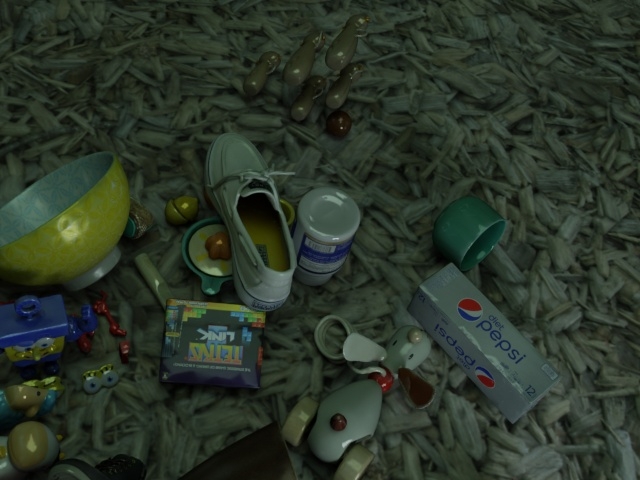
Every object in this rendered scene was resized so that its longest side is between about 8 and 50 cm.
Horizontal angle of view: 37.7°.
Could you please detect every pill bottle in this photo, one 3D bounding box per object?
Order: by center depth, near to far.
[{"bbox_3d":[0.000,0.000,1.679,0.112,0.186,0.112,6,57,-9],"label":"pill bottle"}]

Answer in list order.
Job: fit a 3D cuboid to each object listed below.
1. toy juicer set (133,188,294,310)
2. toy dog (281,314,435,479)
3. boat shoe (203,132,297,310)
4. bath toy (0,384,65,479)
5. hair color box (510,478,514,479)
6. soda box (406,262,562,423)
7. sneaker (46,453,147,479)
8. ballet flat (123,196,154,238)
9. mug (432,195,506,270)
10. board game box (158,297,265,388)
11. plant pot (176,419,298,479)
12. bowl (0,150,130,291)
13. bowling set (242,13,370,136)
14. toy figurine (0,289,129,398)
[{"bbox_3d":[-0.214,0.000,1.693,0.209,0.089,0.329,35,58,11],"label":"toy juicer set"},{"bbox_3d":[0.074,0.246,1.552,0.220,0.161,0.333,20,56,0],"label":"toy dog"},{"bbox_3d":[-0.114,-0.071,1.621,0.136,0.156,0.367,2,54,-22],"label":"boat shoe"},{"bbox_3d":[-0.432,0.392,1.374,0.129,0.151,0.348,11,54,-40],"label":"bath toy"},{"bbox_3d":[0.259,0.446,1.516,0.141,0.072,0.043,-24,66,-25],"label":"hair color box"},{"bbox_3d":[0.289,0.181,1.678,0.091,0.098,0.286,-33,69,-27],"label":"soda box"},{"bbox_3d":[-0.328,0.350,1.379,0.083,0.222,0.118,-5,49,13],"label":"sneaker"},{"bbox_3d":[-0.385,-0.074,1.724,0.206,0.073,0.067,41,34,19],"label":"ballet flat"},{"bbox_3d":[0.278,-0.016,1.798,0.129,0.158,0.097,-44,67,-7],"label":"mug"},{"bbox_3d":[-0.182,0.176,1.585,0.170,0.048,0.141,5,76,-9],"label":"board game box"},{"bbox_3d":[-0.137,0.408,1.393,0.230,0.215,0.215,-18,62,-7],"label":"plant pot"},{"bbox_3d":[-0.430,-0.008,1.593,0.289,0.289,0.156,-48,120,-32],"label":"bowl"},{"bbox_3d":[0.002,-0.324,1.929,0.287,0.200,0.154,-7,41,35],"label":"bowling set"},{"bbox_3d":[-0.485,0.133,1.472,0.362,0.217,0.191,-8,60,-18],"label":"toy figurine"}]
